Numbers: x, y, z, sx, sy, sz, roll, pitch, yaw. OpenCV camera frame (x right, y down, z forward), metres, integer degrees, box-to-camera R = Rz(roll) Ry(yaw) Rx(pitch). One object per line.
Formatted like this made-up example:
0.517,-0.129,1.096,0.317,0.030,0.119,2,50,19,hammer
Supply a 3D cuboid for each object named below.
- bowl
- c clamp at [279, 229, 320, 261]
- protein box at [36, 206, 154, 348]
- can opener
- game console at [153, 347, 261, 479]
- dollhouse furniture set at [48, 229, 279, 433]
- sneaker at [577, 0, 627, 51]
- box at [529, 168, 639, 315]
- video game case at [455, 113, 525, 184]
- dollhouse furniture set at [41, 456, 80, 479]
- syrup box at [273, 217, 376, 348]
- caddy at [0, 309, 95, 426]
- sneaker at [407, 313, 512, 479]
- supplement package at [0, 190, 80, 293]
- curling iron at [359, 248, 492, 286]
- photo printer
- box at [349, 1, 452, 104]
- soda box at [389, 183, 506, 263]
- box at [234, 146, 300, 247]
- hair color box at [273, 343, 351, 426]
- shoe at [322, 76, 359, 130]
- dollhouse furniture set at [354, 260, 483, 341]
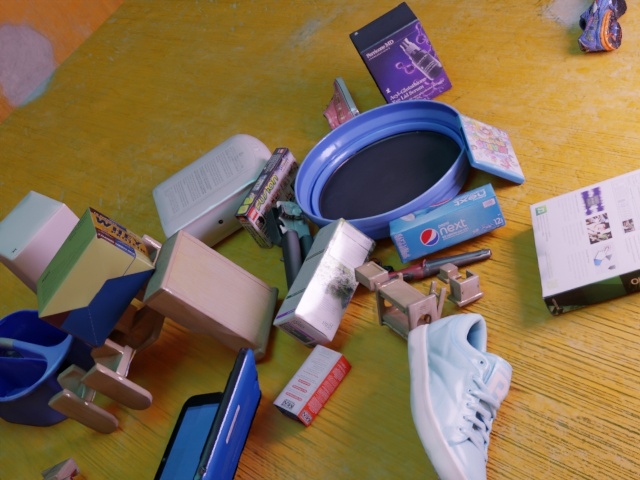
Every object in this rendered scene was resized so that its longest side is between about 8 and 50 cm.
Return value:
0.136,-0.148,2.014,0.391,0.077,0.391,-19,37,15,bowl
0.000,0.000,2.033,0.160,0.022,0.137,-48,38,-14,c clamp
-0.453,0.070,1.902,0.200,0.136,0.201,-55,24,4,protein box
-0.053,0.021,2.000,0.093,0.074,0.280,-56,31,32,can opener
-0.228,0.359,1.717,0.173,0.250,0.293,9,51,11,game console
-0.315,0.185,1.983,0.394,0.256,0.362,-36,30,38,dollhouse furniture set
0.596,-0.485,2.037,0.087,0.083,0.221,-12,41,37,sneaker
0.524,-0.016,1.610,0.322,0.058,0.232,-20,40,23,box
0.337,-0.183,1.896,0.015,0.119,0.166,-58,24,34,video game case
-0.483,0.510,1.818,0.129,0.129,0.183,-26,8,12,dollhouse furniture set
0.009,0.083,1.848,0.096,0.093,0.237,-27,32,57,syrup box
-0.661,0.274,2.134,0.341,0.179,0.241,-3,47,37,caddy
0.231,0.244,1.497,0.150,0.135,0.366,-28,38,19,sneaker
-0.604,0.053,2.229,0.177,0.293,0.175,19,63,47,supplement package
0.194,0.046,1.820,0.274,0.035,0.068,-13,43,29,curling iron
-0.242,-0.117,2.279,0.307,0.107,0.256,-34,37,3,photo printer
0.183,-0.409,2.172,0.153,0.207,0.108,-31,37,7,box
0.239,-0.033,1.812,0.210,0.067,0.071,-20,21,11,soda box
-0.105,-0.098,2.145,0.036,0.114,0.207,2,51,40,box
-0.014,0.264,1.744,0.072,0.043,0.141,17,60,47,hair color box
0.039,-0.331,2.321,0.081,0.063,0.178,-26,42,5,shoe
0.181,0.100,1.756,0.161,0.101,0.182,-21,30,-22,dollhouse furniture set
